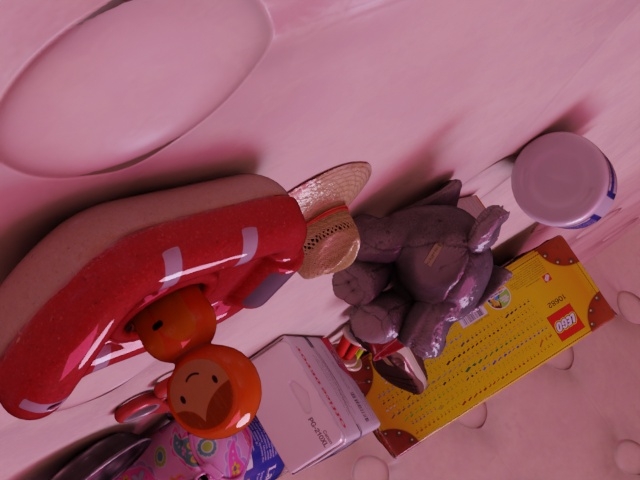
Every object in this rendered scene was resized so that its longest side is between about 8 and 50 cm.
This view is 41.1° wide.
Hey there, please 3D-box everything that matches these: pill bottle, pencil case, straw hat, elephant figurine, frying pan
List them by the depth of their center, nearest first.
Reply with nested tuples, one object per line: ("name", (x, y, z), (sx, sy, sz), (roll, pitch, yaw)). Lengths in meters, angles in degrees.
("straw hat", (0.000, 0.000, 0.736), (0.145, 0.061, 0.144), (-30, 165, -9))
("elephant figurine", (0.118, 0.015, 0.923), (0.239, 0.186, 0.169), (-27, 125, -65))
("pill bottle", (0.310, -0.070, 1.064), (0.112, 0.112, 0.187), (-37, 165, 18))
("frying pan", (-0.356, 0.359, 1.114), (0.326, 0.053, 0.197), (-41, 170, -2))
("pencil case", (-0.225, 0.340, 1.238), (0.284, 0.124, 0.124), (-34, 167, 32))
("pill bottle", (-0.124, 0.334, 1.405), (0.153, 0.153, 0.265), (-41, 164, 30))

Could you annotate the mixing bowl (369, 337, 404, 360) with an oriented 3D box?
("mixing bowl", (0.126, 0.081, 1.200), (0.181, 0.098, 0.181), (-30, 165, -9))

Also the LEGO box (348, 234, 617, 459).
("LEGO box", (0.294, 0.218, 1.752), (0.500, 0.193, 0.372), (-32, 173, -4))

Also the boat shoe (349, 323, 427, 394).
("boat shoe", (0.133, 0.166, 1.388), (0.095, 0.095, 0.257), (-60, 149, -20))

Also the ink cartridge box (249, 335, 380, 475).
("ink cartridge box", (-0.015, 0.240, 1.282), (0.100, 0.172, 0.237), (-35, 166, 9))

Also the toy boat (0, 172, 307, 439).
("toy boat", (-0.092, 0.058, 0.547), (0.231, 0.151, 0.151), (-18, 160, -45))

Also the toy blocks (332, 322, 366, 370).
("toy blocks", (0.064, 0.168, 1.453), (0.123, 0.054, 0.148), (-29, 154, -56))

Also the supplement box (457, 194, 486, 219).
("supplement box", (0.159, -0.021, 1.056), (0.062, 0.036, 0.098), (-42, 163, 33))

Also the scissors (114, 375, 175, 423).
("scissors", (-0.189, 0.214, 1.132), (0.109, 0.021, 0.297), (-32, 165, -3))
